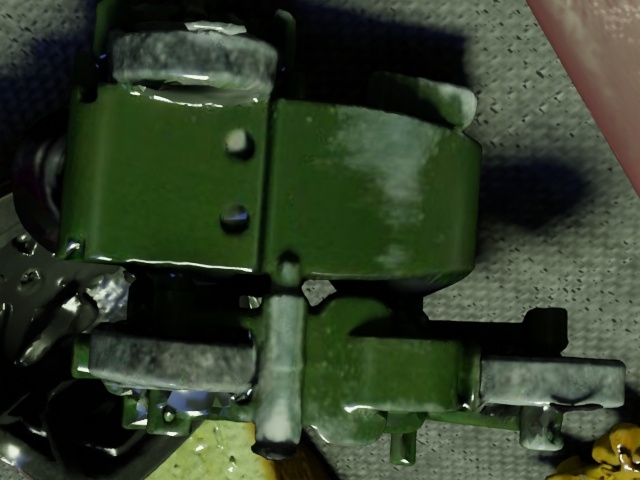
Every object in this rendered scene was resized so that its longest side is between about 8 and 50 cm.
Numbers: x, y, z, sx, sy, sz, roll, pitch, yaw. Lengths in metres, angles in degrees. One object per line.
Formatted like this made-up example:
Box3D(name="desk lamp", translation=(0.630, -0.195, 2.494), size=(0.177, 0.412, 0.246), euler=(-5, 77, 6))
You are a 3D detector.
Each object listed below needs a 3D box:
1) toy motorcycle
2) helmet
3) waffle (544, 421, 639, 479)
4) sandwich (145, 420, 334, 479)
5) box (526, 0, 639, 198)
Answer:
Box3D(name="toy motorcycle", translation=(0.000, 0.000, 0.747), size=(0.275, 0.205, 0.127), euler=(5, 176, -15))
Box3D(name="helmet", translation=(-0.127, 0.034, 0.830), size=(0.153, 0.107, 0.177), euler=(-46, 119, 1))
Box3D(name="waffle", translation=(0.265, 0.174, 0.952), size=(0.293, 0.069, 0.260), euler=(21, 134, -8))
Box3D(name="sandwich", translation=(-0.037, 0.171, 0.986), size=(0.094, 0.096, 0.258), euler=(-15, 135, 18))
Box3D(name="box", translation=(0.192, -0.089, 0.592), size=(0.167, 0.193, 0.294), euler=(-12, 134, 30))
